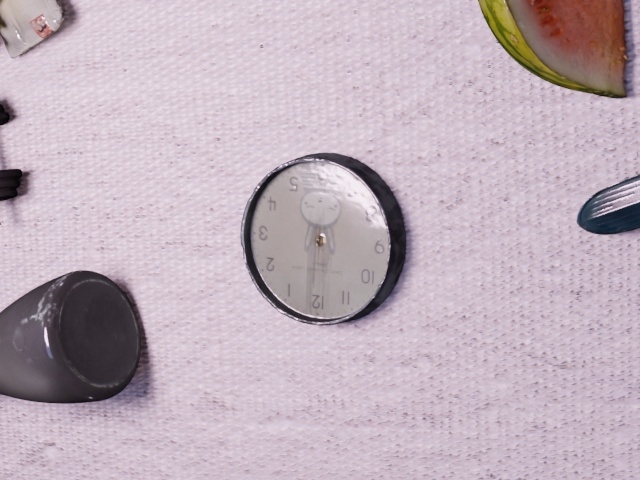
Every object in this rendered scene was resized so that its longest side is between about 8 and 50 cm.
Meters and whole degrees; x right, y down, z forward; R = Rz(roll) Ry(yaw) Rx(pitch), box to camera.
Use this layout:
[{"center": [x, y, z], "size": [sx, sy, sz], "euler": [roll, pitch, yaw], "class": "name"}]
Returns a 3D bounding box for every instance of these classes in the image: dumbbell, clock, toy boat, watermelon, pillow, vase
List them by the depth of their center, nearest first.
[{"center": [0.337, -0.040, 1.342], "size": [0.141, 0.060, 0.055], "euler": [-22, 88, 35], "class": "toy boat"}, {"center": [0.224, -0.290, 1.357], "size": [0.128, 0.159, 0.303], "euler": [173, 86, -66], "class": "watermelon"}, {"center": [0.000, 0.000, 1.529], "size": [0.215, 0.042, 0.215], "euler": [4, 99, 26], "class": "clock"}, {"center": [-0.420, -0.369, 1.690], "size": [0.128, 0.051, 0.229], "euler": [-26, 83, 40], "class": "pillow"}, {"center": [-0.414, 0.154, 1.707], "size": [0.321, 0.173, 0.173], "euler": [-15, 90, 35], "class": "vase"}, {"center": [-0.470, -0.122, 1.723], "size": [0.099, 0.099, 0.208], "euler": [-12, 90, 28], "class": "dumbbell"}]
